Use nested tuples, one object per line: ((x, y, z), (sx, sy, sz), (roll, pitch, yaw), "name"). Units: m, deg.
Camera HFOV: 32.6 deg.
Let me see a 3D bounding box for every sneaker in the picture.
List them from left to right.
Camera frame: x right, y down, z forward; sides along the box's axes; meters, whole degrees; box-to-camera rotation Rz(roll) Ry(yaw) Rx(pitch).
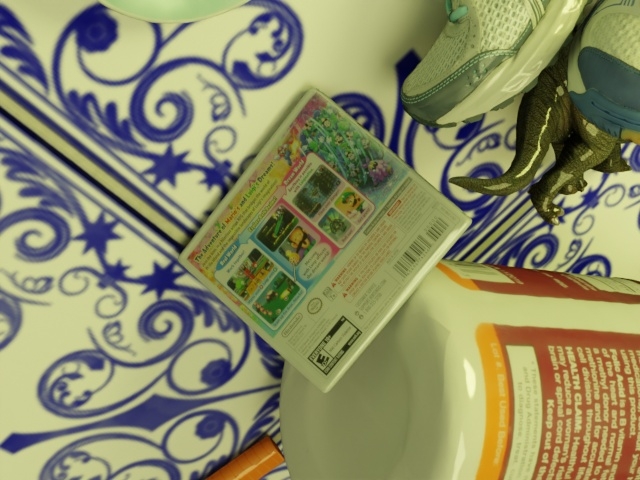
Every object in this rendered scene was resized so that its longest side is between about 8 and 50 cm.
((0.124, -0.206, 0.703), (0.122, 0.110, 0.283), (29, 104, -23), "sneaker")
((0.241, -0.182, 0.698), (0.296, 0.111, 0.131), (-56, 160, -38), "sneaker")

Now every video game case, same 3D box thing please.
((0.000, 0.000, 0.751), (0.157, 0.143, 0.019), (-51, 169, 12), "video game case")

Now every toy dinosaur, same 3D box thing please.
((0.217, -0.107, 0.828), (0.313, 0.121, 0.160), (-10, 116, -19), "toy dinosaur")

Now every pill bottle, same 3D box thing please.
((0.184, 0.136, 0.895), (0.392, 0.224, 0.224), (7, 119, -34), "pill bottle")

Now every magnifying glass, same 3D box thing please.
((-0.132, 0.241, 0.925), (0.231, 0.026, 0.092), (-33, 133, -2), "magnifying glass")

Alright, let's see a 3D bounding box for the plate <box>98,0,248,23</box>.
((-0.071, -0.211, 0.607), (0.188, 0.024, 0.188), (-23, 137, -23), "plate")
